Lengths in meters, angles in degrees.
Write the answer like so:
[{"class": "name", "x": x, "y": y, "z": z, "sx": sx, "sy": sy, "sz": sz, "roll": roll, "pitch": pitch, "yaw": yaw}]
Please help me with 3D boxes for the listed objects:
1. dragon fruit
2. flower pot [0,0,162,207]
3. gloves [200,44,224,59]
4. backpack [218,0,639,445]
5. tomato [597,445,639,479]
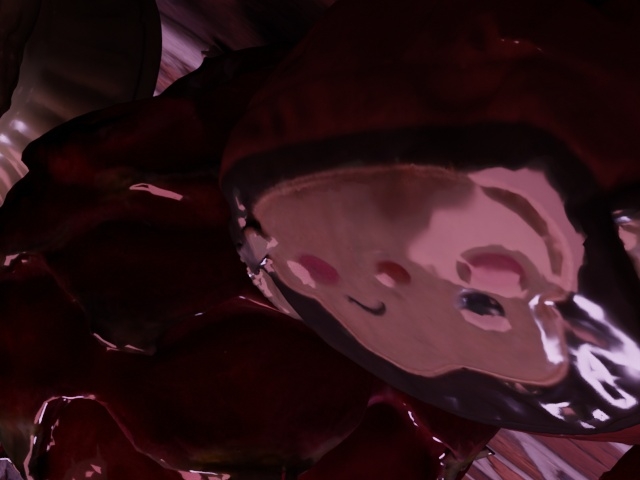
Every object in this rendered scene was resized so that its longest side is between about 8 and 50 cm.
[{"class": "dragon fruit", "x": -0.047, "y": 0.050, "z": 0.732, "sx": 0.329, "sy": 0.329, "sz": 0.329, "roll": 39, "pitch": 172, "yaw": 7}, {"class": "flower pot", "x": -0.255, "y": -0.135, "z": 0.819, "sx": 0.244, "sy": 0.307, "sz": 0.307, "roll": 25, "pitch": -174, "yaw": -47}, {"class": "gloves", "x": -0.062, "y": -0.103, "z": 0.904, "sx": 0.044, "sy": 0.037, "sz": 0.081, "roll": -17, "pitch": 112, "yaw": 38}, {"class": "backpack", "x": 0.083, "y": -0.003, "z": 0.479, "sx": 0.229, "sy": 0.139, "sz": 0.229, "roll": 26, "pitch": 154, "yaw": 13}, {"class": "tomato", "x": 0.234, "y": 0.188, "z": 0.748, "sx": 0.167, "sy": 0.167, "sz": 0.167, "roll": 39, "pitch": 172, "yaw": 7}]
